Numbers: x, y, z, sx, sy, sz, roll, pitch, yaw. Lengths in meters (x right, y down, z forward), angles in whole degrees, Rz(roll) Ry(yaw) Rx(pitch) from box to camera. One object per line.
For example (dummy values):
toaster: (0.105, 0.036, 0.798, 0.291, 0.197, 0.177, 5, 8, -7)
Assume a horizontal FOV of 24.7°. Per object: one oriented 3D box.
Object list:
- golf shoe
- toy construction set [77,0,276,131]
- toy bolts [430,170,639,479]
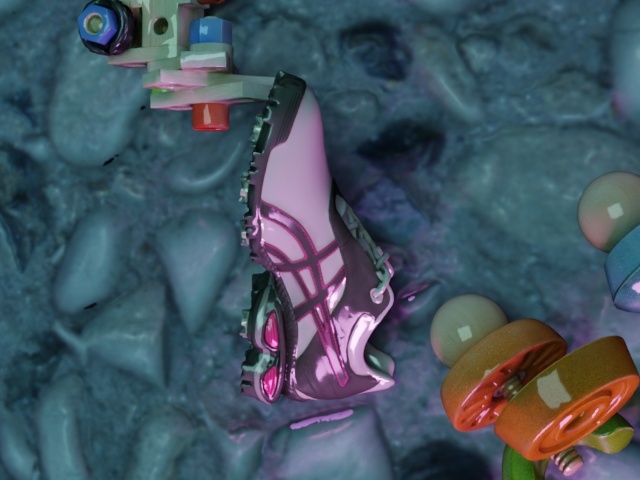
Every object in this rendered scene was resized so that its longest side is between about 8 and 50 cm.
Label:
golf shoe: (0.000, 0.000, 1.095, 0.120, 0.105, 0.273, 3, 122, 6)
toy construction set: (-0.093, -0.235, 1.175, 0.215, 0.151, 0.327, -1, 74, 24)
toy bolts: (0.176, 0.048, 1.003, 0.228, 0.218, 0.158, -35, 65, -1)
